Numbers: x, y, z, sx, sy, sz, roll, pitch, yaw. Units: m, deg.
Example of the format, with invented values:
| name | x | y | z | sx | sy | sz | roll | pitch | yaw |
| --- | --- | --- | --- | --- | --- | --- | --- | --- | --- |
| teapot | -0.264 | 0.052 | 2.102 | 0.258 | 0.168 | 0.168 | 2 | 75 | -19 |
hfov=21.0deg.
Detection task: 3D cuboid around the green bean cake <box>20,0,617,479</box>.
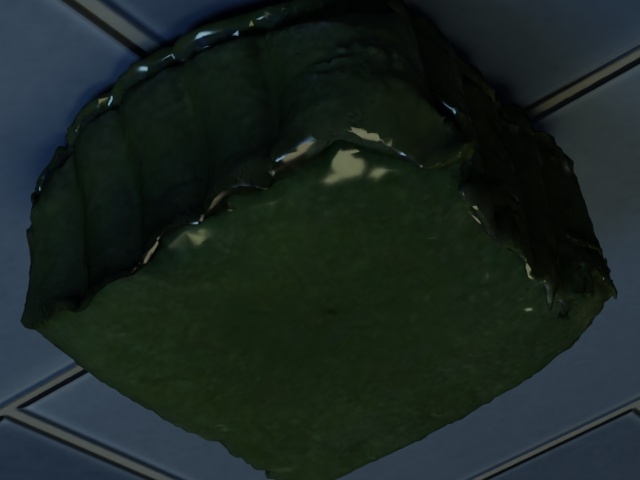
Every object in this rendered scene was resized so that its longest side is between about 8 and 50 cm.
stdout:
| name | x | y | z | sx | sy | sz | roll | pitch | yaw |
| --- | --- | --- | --- | --- | --- | --- | --- | --- | --- |
| green bean cake | 0.000 | 0.000 | 0.794 | 0.222 | 0.125 | 0.227 | -29 | 142 | 26 |
